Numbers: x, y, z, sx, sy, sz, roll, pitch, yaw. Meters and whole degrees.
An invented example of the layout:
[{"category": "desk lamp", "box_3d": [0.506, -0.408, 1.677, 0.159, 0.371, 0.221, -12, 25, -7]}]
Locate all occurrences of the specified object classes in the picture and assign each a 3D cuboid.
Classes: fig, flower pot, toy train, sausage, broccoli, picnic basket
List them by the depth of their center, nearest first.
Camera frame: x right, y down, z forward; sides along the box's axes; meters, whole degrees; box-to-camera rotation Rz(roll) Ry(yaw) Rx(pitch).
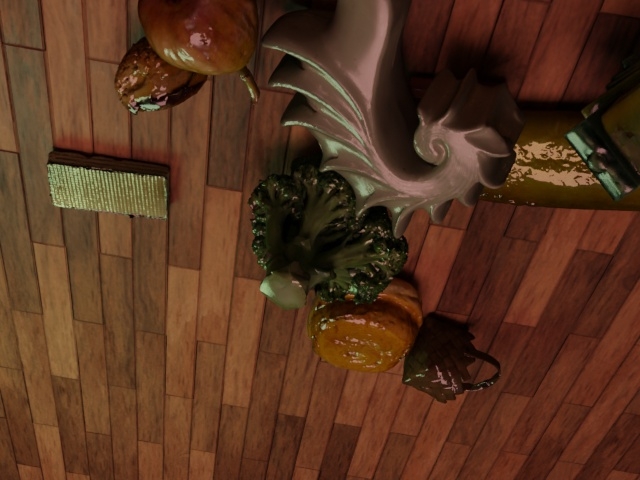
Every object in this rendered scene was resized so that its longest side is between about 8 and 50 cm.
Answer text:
[{"category": "toy train", "box_3d": [0.472, -0.194, 1.367, 0.160, 0.253, 0.397, 53, 133, 1]}, {"category": "fig", "box_3d": [-0.134, -0.264, 1.509, 0.159, 0.159, 0.257, -7, 148, 19]}, {"category": "flower pot", "box_3d": [0.087, -0.194, 1.516, 0.254, 0.164, 0.367, -29, 110, 38]}, {"category": "sausage", "box_3d": [0.192, -0.213, 1.601, 0.147, 0.035, 0.030, 6, 110, 7]}, {"category": "broccoli", "box_3d": [0.000, 0.000, 1.732, 0.270, 0.270, 0.270, 13, 128, 18]}, {"category": "picnic basket", "box_3d": [0.249, 0.235, 2.099, 0.178, 0.138, 0.128, 26, 142, -21]}]

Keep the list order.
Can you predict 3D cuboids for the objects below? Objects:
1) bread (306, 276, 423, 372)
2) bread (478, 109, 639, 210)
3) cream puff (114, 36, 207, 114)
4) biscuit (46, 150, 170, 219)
[{"category": "bread", "box_3d": [0.079, 0.148, 2.034, 0.198, 0.120, 0.236, 13, 144, -9]}, {"category": "bread", "box_3d": [0.375, -0.109, 1.637, 0.383, 0.112, 0.166, 3, 143, 8]}, {"category": "cream puff", "box_3d": [-0.227, -0.238, 1.590, 0.133, 0.119, 0.104, -14, 116, 6]}, {"category": "biscuit", "box_3d": [-0.349, -0.090, 1.872, 0.199, 0.040, 0.121, 8, 141, -1]}]
